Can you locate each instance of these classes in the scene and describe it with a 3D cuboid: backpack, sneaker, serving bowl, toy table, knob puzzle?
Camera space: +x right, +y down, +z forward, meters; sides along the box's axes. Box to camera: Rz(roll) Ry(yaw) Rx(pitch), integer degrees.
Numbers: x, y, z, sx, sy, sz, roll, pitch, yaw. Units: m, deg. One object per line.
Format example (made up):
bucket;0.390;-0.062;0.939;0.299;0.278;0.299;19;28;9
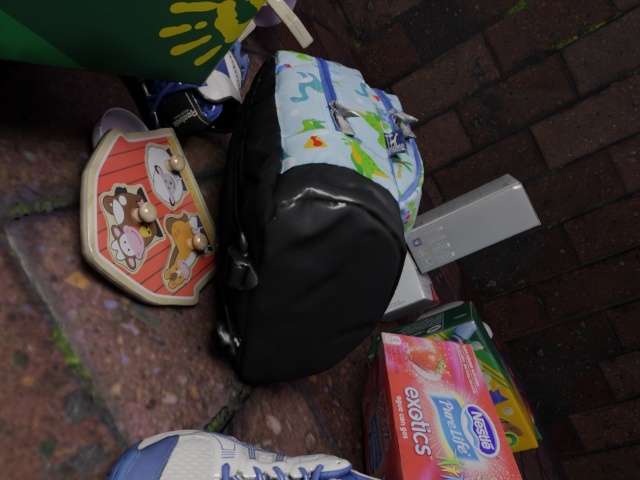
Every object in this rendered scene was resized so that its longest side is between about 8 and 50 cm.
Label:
backpack;-0.011;-0.063;0.542;0.273;0.290;0.356;-5;48;-20
sneaker;-0.033;0.217;0.390;0.296;0.131;0.112;38;36;-45
serving bowl;-0.203;-0.091;0.468;0.083;0.027;0.083;-16;90;-71
toy table;-0.118;-0.493;0.860;0.274;0.252;0.161;17;33;-50
sneaker;-0.183;-0.227;0.535;0.315;0.127;0.182;35;34;-53
knob puzzle;-0.158;-0.022;0.453;0.213;0.030;0.213;-14;90;-72

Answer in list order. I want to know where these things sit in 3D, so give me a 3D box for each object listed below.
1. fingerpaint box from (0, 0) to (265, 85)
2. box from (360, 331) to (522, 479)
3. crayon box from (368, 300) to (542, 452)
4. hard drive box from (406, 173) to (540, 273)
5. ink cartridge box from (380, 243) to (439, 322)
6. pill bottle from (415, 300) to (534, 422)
fingerpaint box;-0.267;-0.320;0.244;0.371;0.163;0.445;-20;76;-56
box;0.142;0.281;0.582;0.300;0.142;0.154;-89;-171;-59
crayon box;0.256;0.296;0.848;0.323;0.203;0.083;60;23;-11
hard drive box;0.297;-0.039;0.922;0.089;0.232;0.181;62;21;-4
ink cartridge box;0.147;0.067;0.952;0.128;0.127;0.176;22;46;-60
pill bottle;0.347;0.313;1.060;0.323;0.181;0.181;65;22;1
